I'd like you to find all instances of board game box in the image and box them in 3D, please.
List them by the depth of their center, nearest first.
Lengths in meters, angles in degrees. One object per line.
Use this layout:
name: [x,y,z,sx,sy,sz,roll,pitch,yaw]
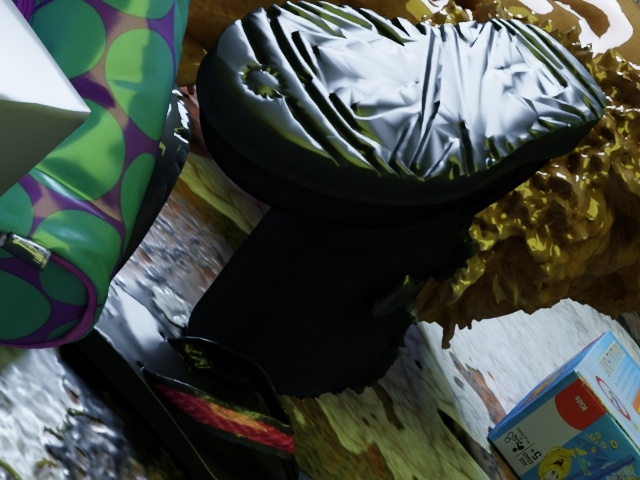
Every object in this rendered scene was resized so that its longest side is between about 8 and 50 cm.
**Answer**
board game box: [0.286,0.230,1.087,0.302,0.086,0.308,52,14,10]

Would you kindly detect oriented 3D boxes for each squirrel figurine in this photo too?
squirrel figurine: [0.075,-0.106,0.869,0.370,0.281,0.397,32,8,-33]

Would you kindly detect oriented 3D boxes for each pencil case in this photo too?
pencil case: [-0.089,-0.043,0.449,0.070,0.064,0.152,31,52,-28]

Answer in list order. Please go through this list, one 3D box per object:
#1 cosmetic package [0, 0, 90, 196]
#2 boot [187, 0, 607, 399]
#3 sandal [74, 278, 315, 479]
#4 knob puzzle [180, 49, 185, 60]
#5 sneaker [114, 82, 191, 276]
cosmetic package: [-0.170,-0.036,0.287,0.107,0.127,0.238,53,13,9]
boot: [0.000,0.000,0.588,0.246,0.207,0.094,-13,59,-52]
sandal: [-0.048,0.067,0.572,0.179,0.040,0.067,47,14,-11]
knob puzzle: [-0.146,-0.203,0.730,0.213,0.030,0.213,41,-17,15]
sneaker: [-0.143,-0.096,0.586,0.130,0.109,0.286,24,21,-30]
